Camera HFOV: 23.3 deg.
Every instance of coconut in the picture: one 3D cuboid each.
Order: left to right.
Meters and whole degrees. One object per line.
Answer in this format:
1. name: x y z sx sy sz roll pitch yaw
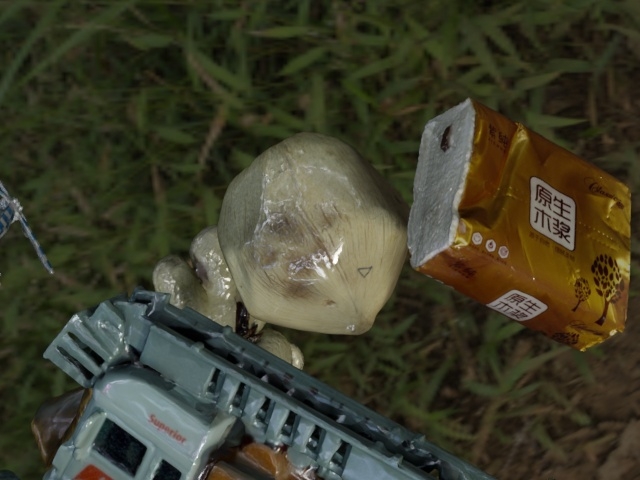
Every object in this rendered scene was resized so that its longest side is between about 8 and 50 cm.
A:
1. coconut: 0.000 0.000 1.676 0.224 0.224 0.224 4 98 30

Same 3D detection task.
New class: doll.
1. doll: -0.130 0.121 2.049 0.175 0.149 0.278 -20 122 4

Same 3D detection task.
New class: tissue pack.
1. tissue pack: 0.198 -0.013 1.528 0.092 0.226 0.183 -32 40 44

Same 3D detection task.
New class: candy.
1. candy: -0.142 0.145 1.227 0.143 0.101 0.271 34 151 -7

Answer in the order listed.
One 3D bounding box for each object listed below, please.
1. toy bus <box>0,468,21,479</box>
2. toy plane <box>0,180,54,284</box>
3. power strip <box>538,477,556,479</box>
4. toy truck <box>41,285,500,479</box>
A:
1. toy bus: -0.205 0.214 0.910 0.201 0.098 0.114 41 124 27
2. toy plane: -0.403 0.009 1.850 0.107 0.182 0.273 -32 36 6
3. power strip: 0.212 0.326 1.453 0.064 0.213 0.198 5 78 -7
4. toy truck: -0.033 0.162 0.974 0.338 0.133 0.184 33 115 18
